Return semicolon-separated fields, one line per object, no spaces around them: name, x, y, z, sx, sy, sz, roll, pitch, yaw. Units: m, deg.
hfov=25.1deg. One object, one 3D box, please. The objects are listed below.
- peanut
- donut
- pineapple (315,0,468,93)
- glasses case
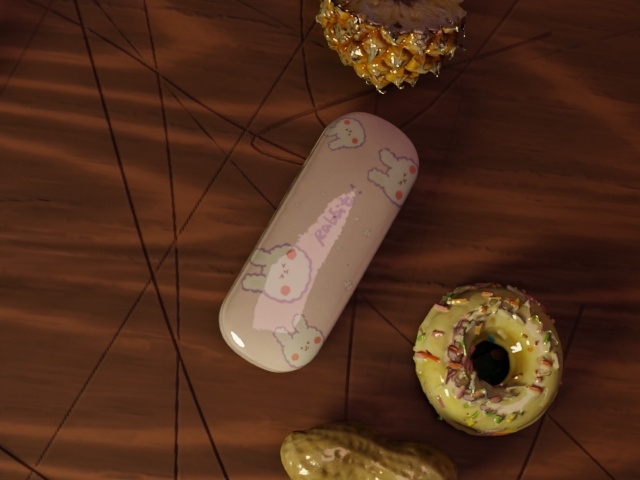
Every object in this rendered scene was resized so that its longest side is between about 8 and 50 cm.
peanut;0.051;0.238;1.491;0.193;0.089;0.089;16;79;-6
donut;0.186;0.126;1.546;0.175;0.068;0.174;2;83;-13
pineapple;0.066;-0.218;1.542;0.161;0.136;0.176;-20;52;-32
glasses case;0.000;0.000;1.516;0.113;0.075;0.296;31;76;-5
